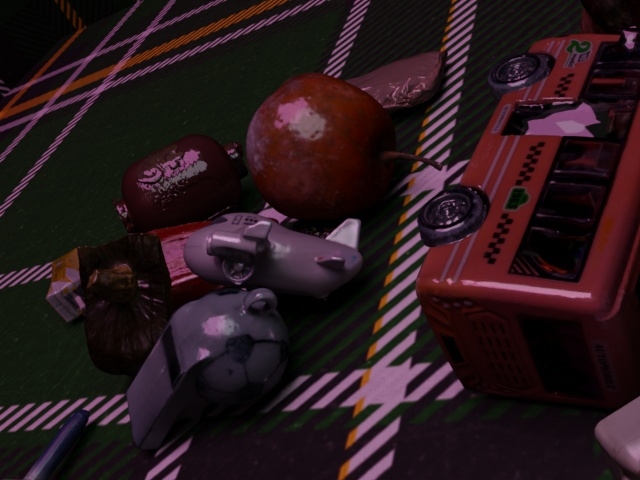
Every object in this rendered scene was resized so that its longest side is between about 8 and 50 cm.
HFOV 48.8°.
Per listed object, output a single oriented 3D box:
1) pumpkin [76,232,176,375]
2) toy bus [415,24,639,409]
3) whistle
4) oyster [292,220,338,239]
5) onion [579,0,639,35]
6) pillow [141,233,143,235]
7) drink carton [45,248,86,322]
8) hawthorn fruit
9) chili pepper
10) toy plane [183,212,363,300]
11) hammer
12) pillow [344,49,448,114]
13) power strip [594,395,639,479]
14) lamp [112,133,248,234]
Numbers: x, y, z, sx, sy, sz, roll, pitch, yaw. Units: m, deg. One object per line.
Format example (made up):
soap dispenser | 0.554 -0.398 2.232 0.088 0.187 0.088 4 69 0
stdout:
pumpkin | -0.266 0.110 1.007 0.131 0.248 0.126 1 51 12
toy bus | 0.277 -0.043 0.774 0.233 0.203 0.427 4 50 37
whistle | -0.133 0.161 0.930 0.290 0.163 0.163 -55 21 33
oyster | 0.000 -0.001 1.099 0.132 0.029 0.086 -4 44 34
onion | 0.476 -0.377 0.971 0.348 0.348 0.385 -50 2 -23
pillow | -0.345 0.055 1.308 0.126 0.043 0.232 -28 36 17
drink carton | -0.464 0.095 1.317 0.074 0.084 0.200 -29 29 -1
hawthorn fruit | 0.012 -0.136 1.113 0.231 0.263 0.235 -56 12 27
chili pepper | -0.183 0.027 1.156 0.252 0.136 0.144 -17 8 10
toy plane | -0.066 0.020 0.980 0.252 0.252 0.118 -4 75 36
hammer | -0.383 0.318 0.987 0.116 0.069 0.194 -6 37 32
pillow | 0.104 -0.278 1.328 0.270 0.067 0.173 -13 34 26
power strip | 0.376 0.116 0.579 0.338 0.098 0.058 -32 31 1
lamp | -0.245 -0.091 1.285 0.258 0.180 0.180 -28 33 -8
